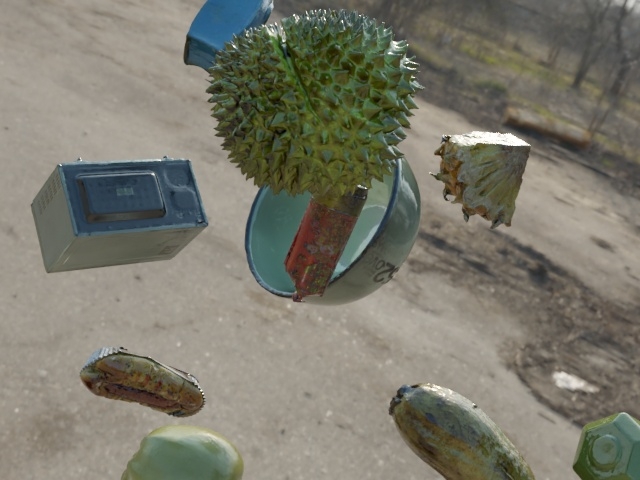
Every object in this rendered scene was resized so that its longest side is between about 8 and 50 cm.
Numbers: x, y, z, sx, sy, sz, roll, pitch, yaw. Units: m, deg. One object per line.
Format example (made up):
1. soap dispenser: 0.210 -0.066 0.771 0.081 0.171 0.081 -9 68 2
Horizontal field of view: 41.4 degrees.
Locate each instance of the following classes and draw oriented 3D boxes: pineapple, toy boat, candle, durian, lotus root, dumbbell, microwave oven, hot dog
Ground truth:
1. pineapple: 0.327 -0.135 1.678 0.236 0.186 0.114 54 -2 -42
2. toy boat: -0.114 -0.294 1.141 0.075 0.077 0.185 26 64 8
3. candle: 0.000 0.000 0.795 0.052 0.131 0.052 22 13 -5
4. durian: -0.011 -0.100 0.671 0.159 0.146 0.198 -10 -4 -21
5. lotus root: 0.207 0.287 1.166 0.258 0.097 0.110 40 60 -7
6. dumbbell: 0.472 0.337 1.168 0.302 0.121 0.108 31 42 -32
7. microwave oven: -0.294 -0.044 1.233 0.205 0.163 0.129 -6 70 -38
8. hot dog: -0.339 0.279 1.645 0.252 0.131 0.069 24 39 -22

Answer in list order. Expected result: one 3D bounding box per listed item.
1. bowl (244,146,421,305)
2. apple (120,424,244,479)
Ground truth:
1. bowl: 0.049 -0.027 1.549 0.185 0.354 0.354 34 7 -40
2. apple: -0.219 0.389 1.368 0.200 0.200 0.200 19 19 -7
